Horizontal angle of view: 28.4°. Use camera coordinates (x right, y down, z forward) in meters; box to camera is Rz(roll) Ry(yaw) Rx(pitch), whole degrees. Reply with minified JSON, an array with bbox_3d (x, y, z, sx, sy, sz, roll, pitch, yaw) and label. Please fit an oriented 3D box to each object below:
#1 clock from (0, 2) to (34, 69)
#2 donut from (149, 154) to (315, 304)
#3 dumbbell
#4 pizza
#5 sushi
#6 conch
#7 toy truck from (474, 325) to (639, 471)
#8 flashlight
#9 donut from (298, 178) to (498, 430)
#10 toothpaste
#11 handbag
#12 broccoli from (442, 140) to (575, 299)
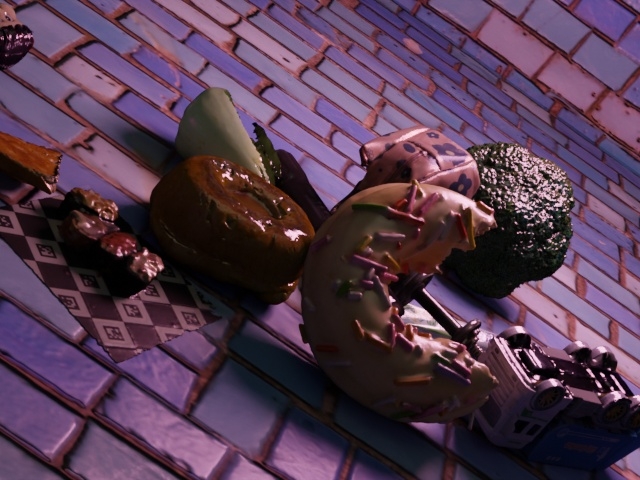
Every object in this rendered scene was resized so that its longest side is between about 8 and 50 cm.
[{"bbox_3d":[-0.558,-0.341,1.948,0.195,0.100,0.194,40,29,13],"label":"clock"},{"bbox_3d":[-0.133,-0.026,1.907,0.261,0.128,0.208,26,26,-25],"label":"donut"},{"bbox_3d":[0.191,0.118,2.061,0.254,0.110,0.110,46,26,15],"label":"dumbbell"},{"bbox_3d":[-0.430,-0.122,1.794,0.185,0.036,0.176,29,11,6],"label":"pizza"},{"bbox_3d":[-0.281,0.021,1.725,0.290,0.050,0.264,44,26,15],"label":"sushi"},{"bbox_3d":[-0.134,-0.145,2.099,0.250,0.137,0.143,39,-10,10],"label":"conch"},{"bbox_3d":[0.392,0.261,2.029,0.367,0.175,0.146,17,29,-37],"label":"toy truck"},{"bbox_3d":[0.000,0.000,2.087,0.103,0.103,0.424,11,33,-43],"label":"flashlight"},{"bbox_3d":[0.124,0.079,1.861,0.307,0.150,0.371,9,71,-18],"label":"donut"},{"bbox_3d":[0.239,0.164,2.162,0.297,0.048,0.075,20,35,-24],"label":"toothpaste"},{"bbox_3d":[0.128,-0.062,2.182,0.190,0.251,0.193,41,34,24],"label":"handbag"},{"bbox_3d":[0.341,-0.046,2.408,0.297,0.297,0.297,36,0,-2],"label":"broccoli"}]
